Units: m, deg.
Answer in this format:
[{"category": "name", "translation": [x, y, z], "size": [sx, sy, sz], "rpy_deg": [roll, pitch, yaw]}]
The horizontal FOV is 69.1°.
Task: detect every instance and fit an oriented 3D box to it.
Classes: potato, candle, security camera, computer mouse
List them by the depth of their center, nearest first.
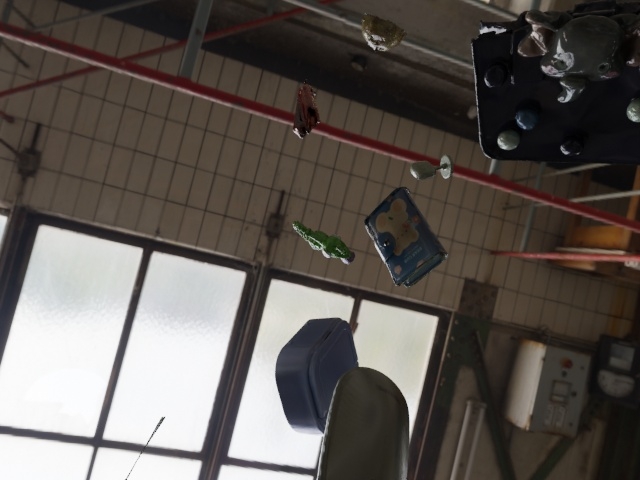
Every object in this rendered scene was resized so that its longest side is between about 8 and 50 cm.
[{"category": "computer mouse", "translation": [0.095, 0.396, 0.891], "size": [0.197, 0.331, 0.095], "rpy_deg": [33, 131, -15]}, {"category": "security camera", "translation": [0.247, -0.160, 1.047], "size": [0.092, 0.058, 0.058], "rpy_deg": [-9, -178, -11]}, {"category": "potato", "translation": [0.196, -0.595, 1.383], "size": [0.172, 0.089, 0.100], "rpy_deg": [8, -158, -44]}, {"category": "candle", "translation": [-0.047, -0.423, 1.459], "size": [0.084, 0.302, 0.059], "rpy_deg": [-5, 136, 1]}]

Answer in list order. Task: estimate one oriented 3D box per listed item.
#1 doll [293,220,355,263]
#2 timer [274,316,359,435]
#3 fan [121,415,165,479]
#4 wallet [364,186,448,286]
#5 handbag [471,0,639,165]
[{"category": "doll", "translation": [0.000, 0.000, 1.019], "size": [0.115, 0.050, 0.190], "rpy_deg": [42, 171, -32]}, {"category": "timer", "translation": [-0.004, 0.474, 1.555], "size": [0.173, 0.395, 0.395], "rpy_deg": [-7, 169, 24]}, {"category": "fan", "translation": [-0.526, 0.659, 1.219], "size": [0.012, 0.415, 0.233], "rpy_deg": [25, 164, 12]}, {"category": "wallet", "translation": [0.187, -0.007, 1.052], "size": [0.059, 0.141, 0.202], "rpy_deg": [13, -138, -43]}, {"category": "handbag", "translation": [0.389, -0.230, 0.673], "size": [0.325, 0.118, 0.269], "rpy_deg": [8, 142, 34]}]
